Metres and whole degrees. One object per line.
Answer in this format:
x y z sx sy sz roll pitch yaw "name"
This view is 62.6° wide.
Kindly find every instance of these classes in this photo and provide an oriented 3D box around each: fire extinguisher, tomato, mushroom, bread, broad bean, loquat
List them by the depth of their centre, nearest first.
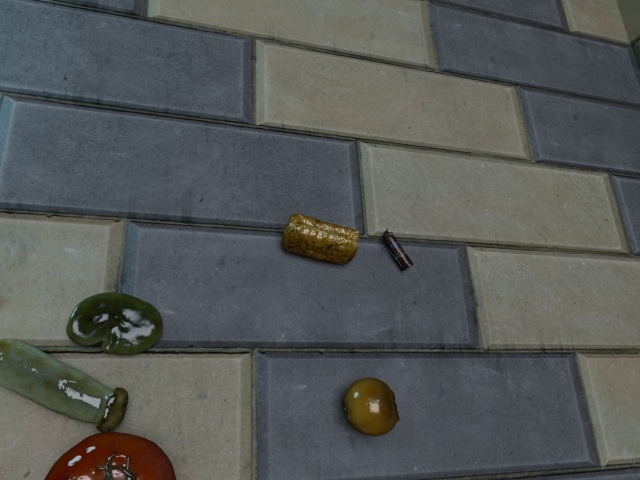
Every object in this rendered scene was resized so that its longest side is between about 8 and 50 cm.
-0.413 0.505 1.030 0.256 0.224 0.255 5 72 -16 "tomato"
-0.567 0.315 1.140 0.312 0.081 0.099 26 60 -2 "mushroom"
-0.480 0.193 1.230 0.207 0.072 0.153 3 70 -30 "broad bean"
0.124 0.412 1.299 0.141 0.141 0.141 7 67 -16 "loquat"
0.000 0.000 1.441 0.211 0.113 0.083 12 49 -13 "bread"
0.220 0.026 1.544 0.056 0.039 0.132 -28 80 -35 "fire extinguisher"
